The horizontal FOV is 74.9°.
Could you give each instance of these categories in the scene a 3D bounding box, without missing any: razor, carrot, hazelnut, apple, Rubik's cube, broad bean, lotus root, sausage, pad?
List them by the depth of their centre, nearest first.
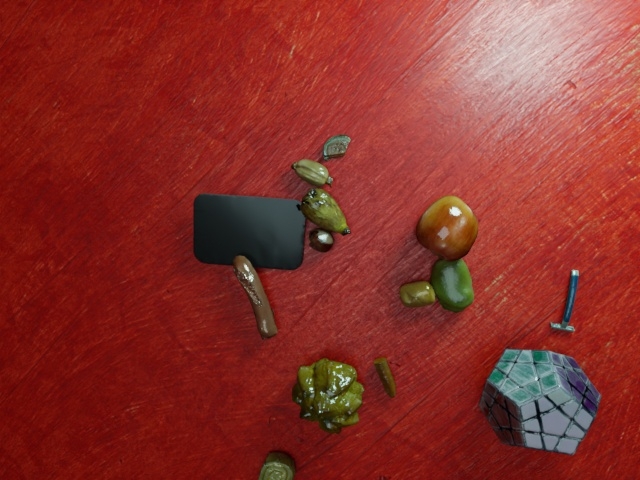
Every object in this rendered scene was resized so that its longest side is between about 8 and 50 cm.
[{"bbox_3d":[0.627,0.463,1.211,0.320,0.319,0.263,5,68,8],"label":"Rubik's cube"},{"bbox_3d":[0.381,-0.041,1.256,0.200,0.199,0.198,1,95,9],"label":"apple"},{"bbox_3d":[0.764,0.185,1.281,0.068,0.037,0.191,11,97,9],"label":"razor"},{"bbox_3d":[0.415,0.139,1.314,0.125,0.082,0.174,-23,81,10],"label":"broad bean"},{"bbox_3d":[0.019,-0.083,1.341,0.191,0.094,0.108,45,76,-9],"label":"lotus root"},{"bbox_3d":[-0.022,-0.217,1.350,0.151,0.062,0.072,26,106,6],"label":"lotus root"},{"bbox_3d":[0.000,0.000,1.363,0.087,0.086,0.086,1,95,9],"label":"hazelnut"},{"bbox_3d":[0.222,0.458,1.385,0.048,0.048,0.139,-22,94,10],"label":"carrot"},{"bbox_3d":[-0.216,0.191,1.399,0.078,0.078,0.304,-17,100,10],"label":"sausage"},{"bbox_3d":[-0.241,-0.002,1.428,0.376,0.063,0.314,5,103,1],"label":"pad"}]

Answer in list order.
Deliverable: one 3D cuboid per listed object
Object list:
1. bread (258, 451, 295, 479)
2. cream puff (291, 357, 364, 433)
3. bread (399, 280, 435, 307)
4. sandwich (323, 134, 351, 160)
[{"bbox_3d":[-0.153,0.823,1.464,0.118,0.064,0.156,23,99,10],"label":"bread"},{"bbox_3d":[0.020,0.505,1.363,0.245,0.196,0.243,-8,65,18],"label":"cream puff"},{"bbox_3d":[0.301,0.173,1.322,0.115,0.056,0.082,-11,94,38],"label":"bread"},{"bbox_3d":[0.052,-0.304,1.349,0.101,0.026,0.069,-16,92,9],"label":"sandwich"}]
